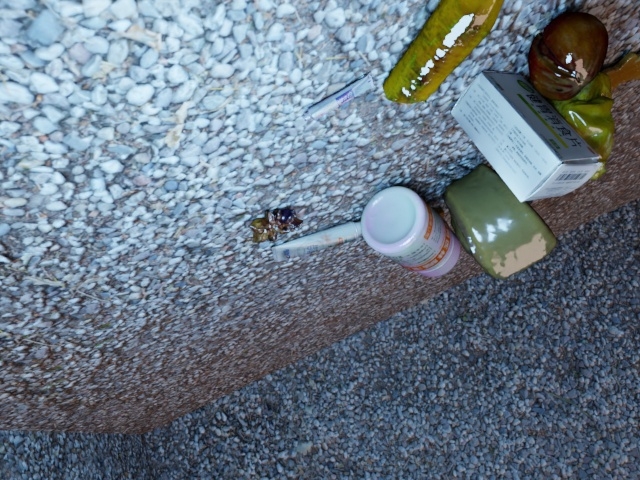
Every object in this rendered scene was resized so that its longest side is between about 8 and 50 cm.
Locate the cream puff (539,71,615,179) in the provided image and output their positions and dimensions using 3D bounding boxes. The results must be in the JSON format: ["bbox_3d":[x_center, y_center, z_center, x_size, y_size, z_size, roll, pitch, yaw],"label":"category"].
[{"bbox_3d":[0.649,-0.324,1.409,0.274,0.324,0.270,-5,140,29],"label":"cream puff"}]

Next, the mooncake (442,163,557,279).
[{"bbox_3d":[0.578,-0.052,1.718,0.246,0.393,0.394,-34,154,14],"label":"mooncake"}]

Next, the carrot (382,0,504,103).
[{"bbox_3d":[0.241,-0.387,1.017,0.114,0.114,0.302,-8,152,-36],"label":"carrot"}]

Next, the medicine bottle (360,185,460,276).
[{"bbox_3d":[0.308,-0.014,1.691,0.219,0.219,0.388,-34,148,18],"label":"medicine bottle"}]

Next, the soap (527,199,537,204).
[{"bbox_3d":[0.738,-0.254,1.752,0.257,0.159,0.302,-4,147,-48],"label":"soap"}]

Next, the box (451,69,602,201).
[{"bbox_3d":[0.501,-0.258,1.271,0.173,0.333,0.145,-10,148,-33],"label":"box"}]

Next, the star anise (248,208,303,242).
[{"bbox_3d":[-0.131,-0.044,1.437,0.167,0.057,0.168,-13,154,-6],"label":"star anise"}]

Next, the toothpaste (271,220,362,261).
[{"bbox_3d":[0.000,0.000,1.664,0.323,0.066,0.100,-17,152,-8],"label":"toothpaste"}]

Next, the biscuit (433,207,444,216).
[{"bbox_3d":[0.338,-0.057,1.912,0.295,0.044,0.186,-7,148,-39],"label":"biscuit"}]

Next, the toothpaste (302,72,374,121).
[{"bbox_3d":[0.037,-0.300,1.093,0.169,0.028,0.045,-29,150,3],"label":"toothpaste"}]

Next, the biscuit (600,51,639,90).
[{"bbox_3d":[0.903,-0.509,1.538,0.240,0.035,0.158,-22,155,-11],"label":"biscuit"}]

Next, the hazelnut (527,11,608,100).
[{"bbox_3d":[0.584,-0.426,1.214,0.177,0.178,0.204,-15,155,-24],"label":"hazelnut"}]
